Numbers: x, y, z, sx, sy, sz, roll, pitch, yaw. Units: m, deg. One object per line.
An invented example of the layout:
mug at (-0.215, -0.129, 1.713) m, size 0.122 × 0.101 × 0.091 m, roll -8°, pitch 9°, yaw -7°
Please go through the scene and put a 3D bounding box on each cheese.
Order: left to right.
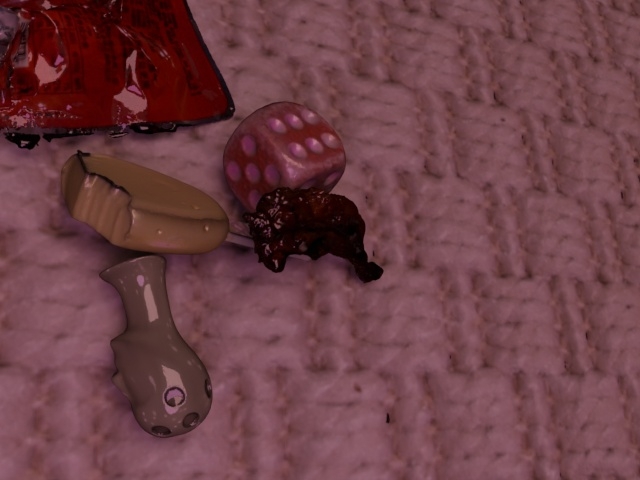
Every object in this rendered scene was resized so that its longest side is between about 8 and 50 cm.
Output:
cheese at (-0.114, -0.017, 0.693) m, size 0.256 × 0.127 × 0.050 m, roll 16°, pitch 108°, yaw -33°

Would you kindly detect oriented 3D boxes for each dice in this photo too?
dice at (-0.038, -0.081, 0.743) m, size 0.093 × 0.091 × 0.094 m, roll -26°, pitch 72°, yaw -45°

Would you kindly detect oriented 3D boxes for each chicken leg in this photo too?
chicken leg at (0.001, -0.006, 0.721) m, size 0.219 × 0.048 × 0.089 m, roll 10°, pitch 107°, yaw -52°

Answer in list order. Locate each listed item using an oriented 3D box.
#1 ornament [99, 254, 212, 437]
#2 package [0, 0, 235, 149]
ornament at (-0.148, 0.096, 0.637) m, size 0.081 × 0.075 × 0.156 m, roll -13°, pitch 78°, yaw -25°
package at (-0.219, -0.192, 0.719) m, size 0.270 × 0.071 × 0.193 m, roll -18°, pitch 94°, yaw -36°
